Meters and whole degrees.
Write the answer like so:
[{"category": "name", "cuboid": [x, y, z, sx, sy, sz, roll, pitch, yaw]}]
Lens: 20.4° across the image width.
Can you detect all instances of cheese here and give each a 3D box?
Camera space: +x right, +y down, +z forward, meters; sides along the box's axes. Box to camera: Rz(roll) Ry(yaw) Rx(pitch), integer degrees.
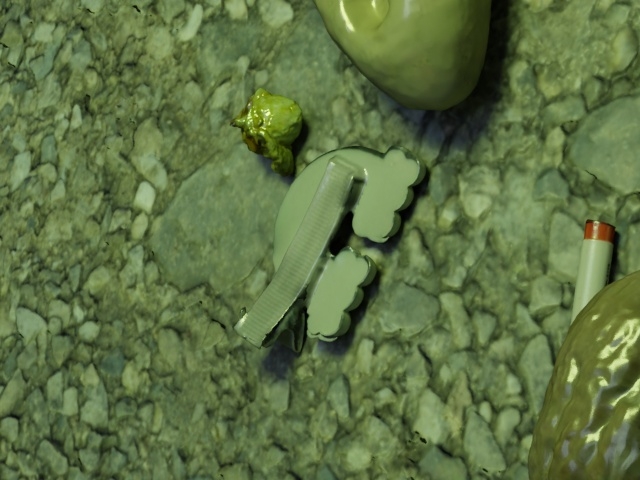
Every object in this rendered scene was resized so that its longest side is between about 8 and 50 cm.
[{"category": "cheese", "cuboid": [0.102, -0.321, 1.540, 0.328, 0.129, 0.351, -48, 51, 23]}]

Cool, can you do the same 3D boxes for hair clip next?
[{"category": "hair clip", "cuboid": [0.000, 0.000, 1.601, 0.140, 0.054, 0.220, 33, 98, 47]}]

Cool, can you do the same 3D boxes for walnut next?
[{"category": "walnut", "cuboid": [0.246, 0.121, 1.268, 0.178, 0.178, 0.230, 11, 81, 43]}]

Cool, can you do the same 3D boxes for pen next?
[{"category": "pen", "cuboid": [0.204, 0.102, 1.399, 0.028, 0.028, 0.239, 1, 78, 42]}]

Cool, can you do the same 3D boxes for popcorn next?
[{"category": "popcorn", "cuboid": [-0.046, -0.101, 1.664, 0.068, 0.059, 0.083, -24, 71, 36]}]
